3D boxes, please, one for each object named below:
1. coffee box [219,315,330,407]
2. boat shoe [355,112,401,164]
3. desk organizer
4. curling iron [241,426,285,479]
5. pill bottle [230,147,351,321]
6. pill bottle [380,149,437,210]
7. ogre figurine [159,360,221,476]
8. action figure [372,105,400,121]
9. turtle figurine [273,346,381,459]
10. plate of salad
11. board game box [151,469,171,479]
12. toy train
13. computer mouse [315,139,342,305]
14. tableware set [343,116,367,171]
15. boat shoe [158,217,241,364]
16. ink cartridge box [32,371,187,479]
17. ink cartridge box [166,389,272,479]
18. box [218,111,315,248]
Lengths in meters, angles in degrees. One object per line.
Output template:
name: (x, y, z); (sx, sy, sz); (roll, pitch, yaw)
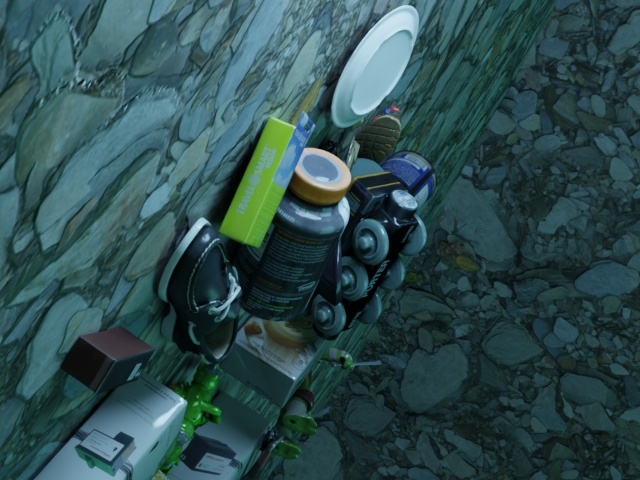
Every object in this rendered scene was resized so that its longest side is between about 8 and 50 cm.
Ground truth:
coffee box: (-0.055, 0.169, 2.075); (0.246, 0.141, 0.098); (-50, 168, -43)
boat shoe: (0.087, -0.162, 1.953); (0.178, 0.064, 0.060); (-55, -176, 43)
desk organizer: (-0.239, 0.134, 1.276); (0.047, 0.050, 0.130); (-58, 171, 6)
curling iron: (-0.131, 0.465, 2.185); (0.274, 0.035, 0.068); (-64, 169, 29)
pill bottle: (-0.039, -0.011, 1.573); (0.130, 0.130, 0.245); (-46, 166, -50)
pill bottle: (0.147, -0.093, 2.287); (0.219, 0.123, 0.123); (-43, 164, -54)
ogre figurine: (-0.203, 0.265, 1.768); (0.197, 0.097, 0.118); (-43, 174, -28)
action figure: (0.112, -0.212, 2.011); (0.038, 0.030, 0.115); (-57, 170, 30)
turtle figurine: (-0.002, 0.320, 2.297); (0.198, 0.274, 0.266); (-22, -150, 27)
plate of salad: (0.072, -0.251, 1.606); (0.200, 0.048, 0.200); (-45, 159, -23)
board game box: (-0.313, 0.393, 1.631); (0.193, 0.045, 0.147); (-53, 149, -20)
toy train: (0.050, 0.017, 1.941); (0.142, 0.190, 0.334); (-12, 143, -43)
computer mouse: (-0.002, -0.010, 1.759); (0.184, 0.060, 0.262); (96, -7, -68)
tableware set: (0.055, -0.167, 1.773); (0.141, 0.020, 0.168); (-60, 165, -74)
boat shoe: (-0.142, 0.071, 1.437); (0.114, 0.091, 0.302); (-54, 170, -21)
ink cartridge box: (-0.282, 0.299, 1.475); (0.219, 0.092, 0.160); (-51, 168, -37)
ink cartridge box: (-0.242, 0.470, 2.141); (0.307, 0.129, 0.223); (-48, 166, -46)
box: (-0.066, -0.080, 1.421); (0.109, 0.042, 0.178); (28, 86, -82)
